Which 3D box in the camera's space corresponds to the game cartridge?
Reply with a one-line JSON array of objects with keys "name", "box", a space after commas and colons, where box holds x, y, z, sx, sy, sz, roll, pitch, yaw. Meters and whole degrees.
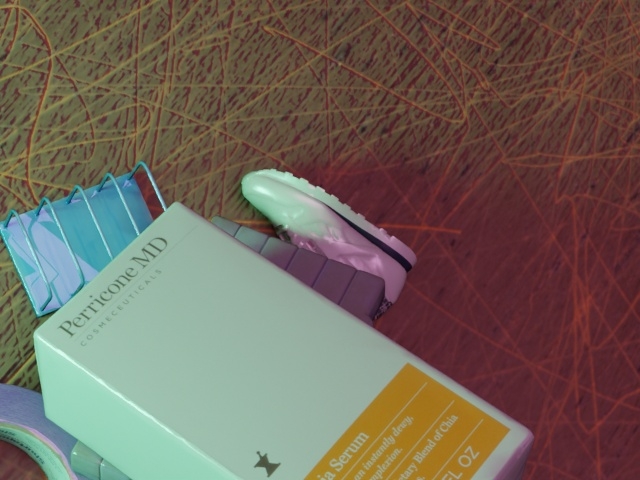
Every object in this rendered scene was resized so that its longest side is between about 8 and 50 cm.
[{"name": "game cartridge", "box": [-0.091, 0.149, 1.768, 0.230, 0.068, 0.355, 23, 55, 8]}]

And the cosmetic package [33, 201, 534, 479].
[{"name": "cosmetic package", "box": [-0.042, 0.183, 1.611, 0.453, 0.161, 0.230, 32, 57, 19]}]

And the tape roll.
[{"name": "tape roll", "box": [-0.360, 0.294, 1.717, 0.275, 0.090, 0.274, 6, 73, -21]}]

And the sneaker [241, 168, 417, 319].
[{"name": "sneaker", "box": [0.000, 0.000, 1.916, 0.235, 0.090, 0.095, 32, 80, -6]}]

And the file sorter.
[{"name": "file sorter", "box": [-0.261, -0.006, 1.823, 0.170, 0.104, 0.118, -23, 84, -20]}]
